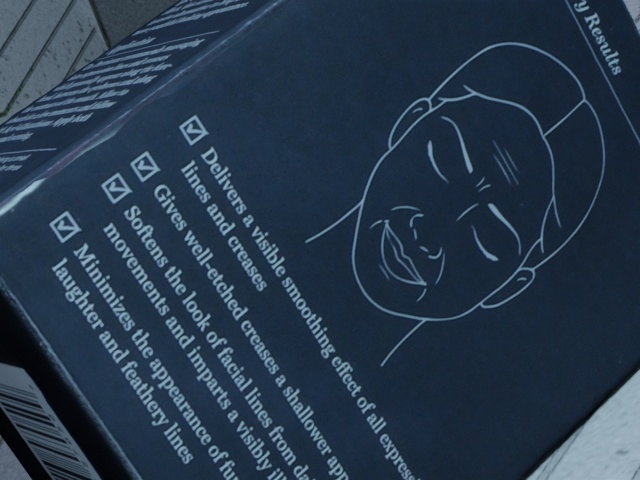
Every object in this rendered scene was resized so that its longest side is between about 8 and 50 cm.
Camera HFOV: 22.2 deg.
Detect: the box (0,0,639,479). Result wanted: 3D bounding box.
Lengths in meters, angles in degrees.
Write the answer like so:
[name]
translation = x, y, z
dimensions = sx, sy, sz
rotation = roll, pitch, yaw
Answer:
[box]
translation = 0.000, 0.000, 0.924
dimensions = 0.395, 0.293, 0.212
rotation = -39, 19, -23
